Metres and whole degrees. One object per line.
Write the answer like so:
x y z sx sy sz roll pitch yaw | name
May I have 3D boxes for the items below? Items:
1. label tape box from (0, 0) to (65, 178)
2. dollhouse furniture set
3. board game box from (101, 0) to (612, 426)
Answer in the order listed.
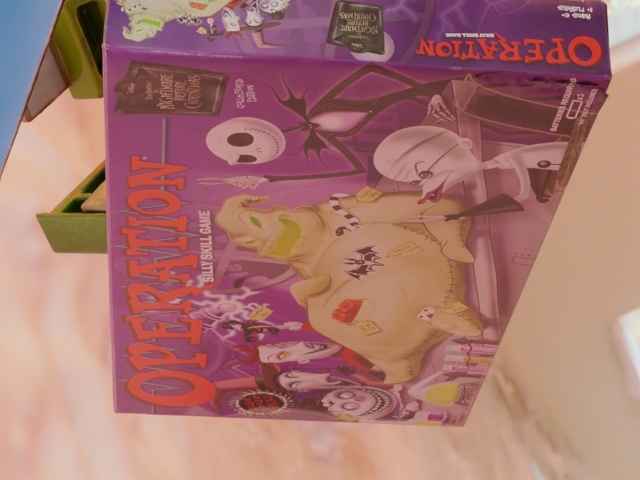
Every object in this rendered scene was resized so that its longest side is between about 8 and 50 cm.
-0.217 -0.192 0.691 0.106 0.240 0.334 12 13 -41 | label tape box
-0.100 -0.109 1.316 0.151 0.302 0.197 -52 133 -45 | dollhouse furniture set
0.000 0.000 0.786 0.347 0.208 0.056 100 -4 -59 | board game box
